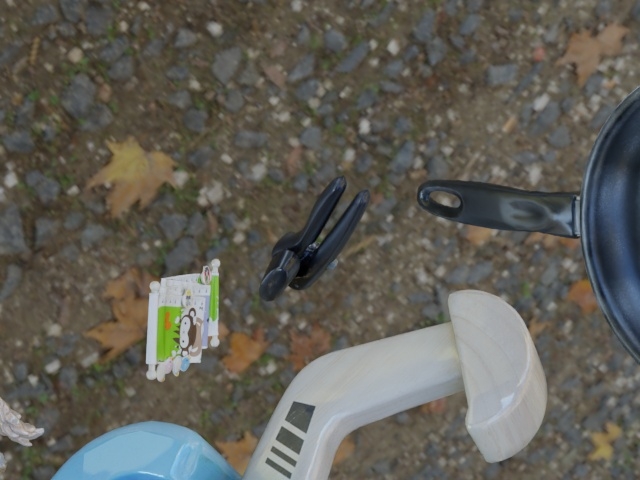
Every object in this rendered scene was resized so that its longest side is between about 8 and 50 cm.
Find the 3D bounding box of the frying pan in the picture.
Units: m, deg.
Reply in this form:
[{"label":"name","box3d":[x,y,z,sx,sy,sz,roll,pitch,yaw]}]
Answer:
[{"label":"frying pan","box3d":[0.192,0.014,0.658,0.053,0.326,0.197,-12,83,-32]}]

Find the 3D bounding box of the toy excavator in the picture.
[{"label":"toy excavator","box3d":[-0.066,0.227,0.920,0.222,0.433,0.445,57,47,-53]}]

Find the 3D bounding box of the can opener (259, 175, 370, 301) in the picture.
[{"label":"can opener","box3d":[0.000,0.000,1.057,0.059,0.073,0.186,27,140,-13]}]

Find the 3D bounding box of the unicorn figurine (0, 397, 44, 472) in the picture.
[{"label":"unicorn figurine","box3d":[-0.309,0.152,0.878,0.162,0.060,0.111,-30,131,13]}]

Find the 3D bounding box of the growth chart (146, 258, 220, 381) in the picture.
[{"label":"growth chart","box3d":[-0.218,0.128,1.766,0.237,0.021,0.172,-17,107,-67]}]
